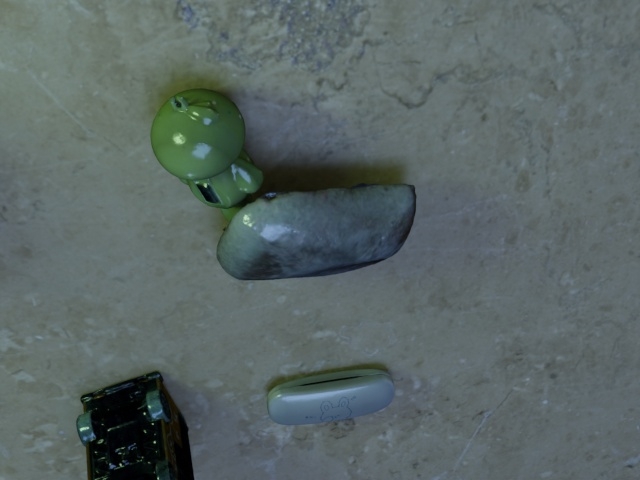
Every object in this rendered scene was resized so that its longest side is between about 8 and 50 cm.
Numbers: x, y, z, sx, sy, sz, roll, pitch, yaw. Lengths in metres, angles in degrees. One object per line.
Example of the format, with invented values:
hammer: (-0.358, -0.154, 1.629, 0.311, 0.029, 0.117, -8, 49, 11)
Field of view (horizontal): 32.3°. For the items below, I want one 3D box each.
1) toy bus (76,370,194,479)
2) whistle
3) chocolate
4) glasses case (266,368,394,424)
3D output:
toy bus: (-0.298, 0.406, 1.854, 0.162, 0.323, 0.194, -18, 135, 2)
whistle: (-0.146, -0.121, 1.591, 0.141, 0.141, 0.294, -26, 151, 9)
chocolate: (0.000, 0.000, 1.679, 0.303, 0.100, 0.185, -4, 155, -22)
glasses case: (0.019, 0.283, 2.000, 0.233, 0.059, 0.092, -7, 130, -9)
